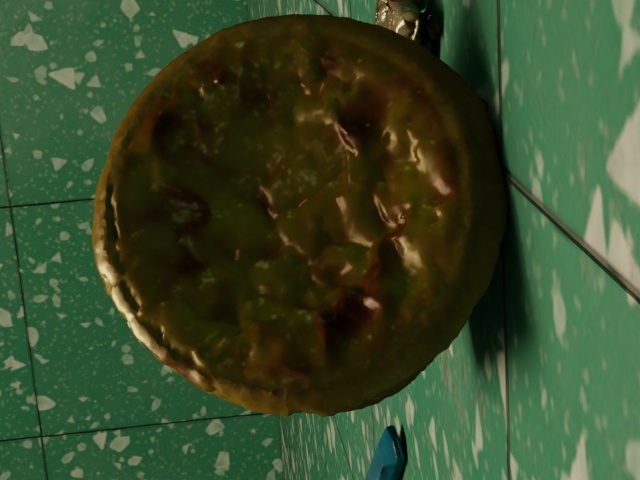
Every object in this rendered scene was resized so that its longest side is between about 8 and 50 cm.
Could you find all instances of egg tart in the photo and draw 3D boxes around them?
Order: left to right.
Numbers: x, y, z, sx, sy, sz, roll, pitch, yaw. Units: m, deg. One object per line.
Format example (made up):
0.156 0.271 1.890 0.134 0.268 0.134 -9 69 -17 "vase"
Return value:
0.000 0.000 0.678 0.147 0.203 0.202 57 -156 -70 "egg tart"

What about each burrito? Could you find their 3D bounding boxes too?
0.043 -0.078 0.787 0.171 0.042 0.051 93 -179 -46 "burrito"

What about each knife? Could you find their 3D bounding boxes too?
0.048 0.225 1.125 0.296 0.026 0.044 100 161 -61 "knife"
